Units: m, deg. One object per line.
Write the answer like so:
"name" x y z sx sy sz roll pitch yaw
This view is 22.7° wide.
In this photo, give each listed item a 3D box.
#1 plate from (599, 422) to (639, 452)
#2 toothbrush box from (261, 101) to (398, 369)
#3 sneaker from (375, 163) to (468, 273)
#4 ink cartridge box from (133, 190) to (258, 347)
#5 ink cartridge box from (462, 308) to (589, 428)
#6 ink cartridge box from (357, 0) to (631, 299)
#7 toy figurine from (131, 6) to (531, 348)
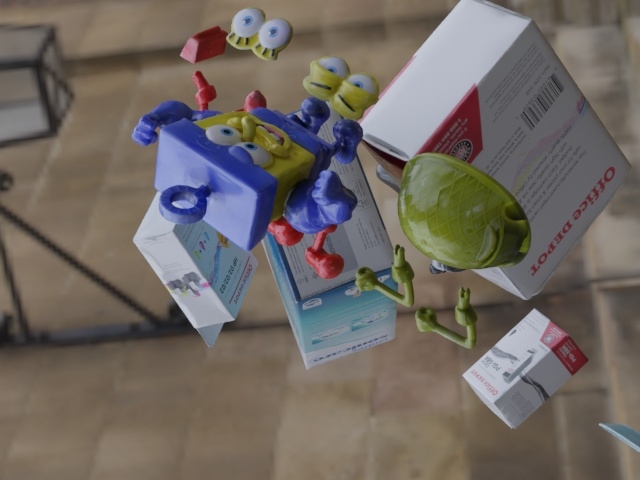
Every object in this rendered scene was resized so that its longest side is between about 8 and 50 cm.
"plate" 0.512 0.324 2.442 0.024 0.188 0.188 -57 -11 -2
"toothbrush box" 0.000 0.000 1.865 0.295 0.126 0.216 82 168 -72
"sneaker" 0.168 -0.021 2.343 0.086 0.228 0.132 -64 -1 -84
"ink cartridge box" -0.134 0.027 1.866 0.181 0.061 0.104 58 -146 -31
"ink cartridge box" 0.267 0.167 2.090 0.056 0.135 0.099 49 176 -28
"ink cartridge box" 0.212 -0.108 1.922 0.131 0.226 0.306 31 168 46
"toy figurine" -0.038 -0.025 1.309 0.217 0.362 0.191 -26 -35 -47
